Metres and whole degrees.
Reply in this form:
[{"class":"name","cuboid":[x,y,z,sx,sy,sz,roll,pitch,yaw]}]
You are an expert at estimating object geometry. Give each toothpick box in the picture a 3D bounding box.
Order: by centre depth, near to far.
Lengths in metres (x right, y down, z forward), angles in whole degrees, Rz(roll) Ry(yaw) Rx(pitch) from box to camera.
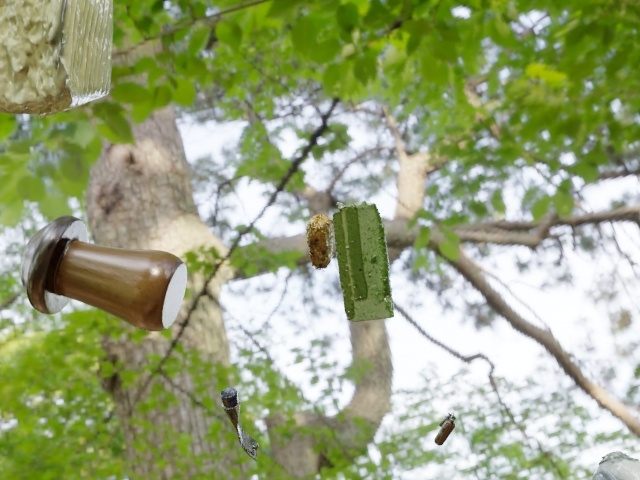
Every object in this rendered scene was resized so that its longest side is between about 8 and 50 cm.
[{"class":"toothpick box","cuboid":[-0.410,0.068,1.785,0.294,0.192,0.192,15,-29,8]}]

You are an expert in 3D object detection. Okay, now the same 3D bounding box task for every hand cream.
[{"class":"hand cream","cuboid":[-0.160,0.362,1.892,0.039,0.062,0.163,-19,-62,-3]}]

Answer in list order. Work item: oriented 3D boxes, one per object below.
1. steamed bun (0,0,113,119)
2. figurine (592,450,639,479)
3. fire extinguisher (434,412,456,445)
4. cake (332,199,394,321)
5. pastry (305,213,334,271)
[{"class":"steamed bun","cuboid":[-0.454,-0.328,1.403,0.272,0.290,0.273,7,0,7]},{"class":"figurine","cuboid":[0.504,0.445,1.590,0.128,0.184,0.208,4,-19,-22]},{"class":"fire extinguisher","cuboid":[0.277,0.403,2.089,0.046,0.032,0.100,-49,-14,-50]},{"class":"cake","cuboid":[0.083,0.045,1.851,0.100,0.099,0.235,-7,-66,5]},{"class":"pastry","cuboid":[0.000,0.000,2.099,0.056,0.080,0.140,10,-48,11]}]
